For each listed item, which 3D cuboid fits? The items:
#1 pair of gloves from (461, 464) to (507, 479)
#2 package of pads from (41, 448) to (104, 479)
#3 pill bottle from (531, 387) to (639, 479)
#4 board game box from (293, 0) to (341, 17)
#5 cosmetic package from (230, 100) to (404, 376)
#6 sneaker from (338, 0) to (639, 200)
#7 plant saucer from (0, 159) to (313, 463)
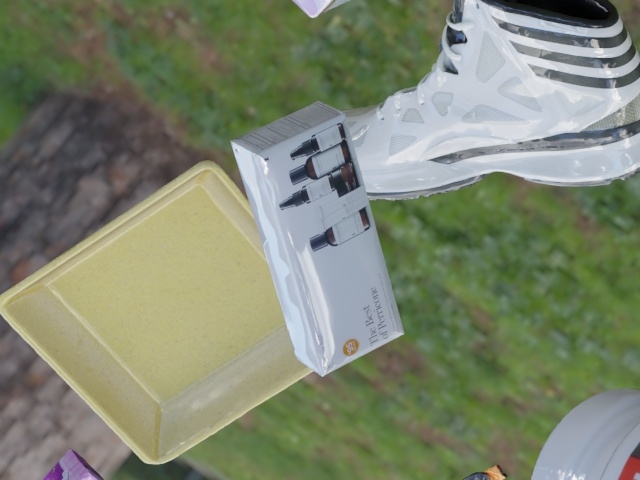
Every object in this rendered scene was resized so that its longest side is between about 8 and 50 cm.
[{"bbox_3d":[0.191,0.298,2.067,0.083,0.074,0.010,52,-158,-15],"label":"pair of gloves"},{"bbox_3d":[-0.211,0.211,1.453,0.032,0.083,0.050,44,175,-34],"label":"package of pads"},{"bbox_3d":[0.317,0.217,1.261,0.210,0.210,0.363,45,163,-26],"label":"pill bottle"},{"bbox_3d":[-0.079,-0.279,1.156,0.318,0.066,0.319,44,-168,-2],"label":"board game box"},{"bbox_3d":[0.000,0.000,1.706,0.060,0.099,0.239,34,145,58],"label":"cosmetic package"},{"bbox_3d":[0.155,-0.196,2.034,0.447,0.169,0.257,-3,121,33],"label":"sneaker"},{"bbox_3d":[-0.176,0.081,2.279,0.333,0.332,0.081,51,-166,-29],"label":"plant saucer"}]
